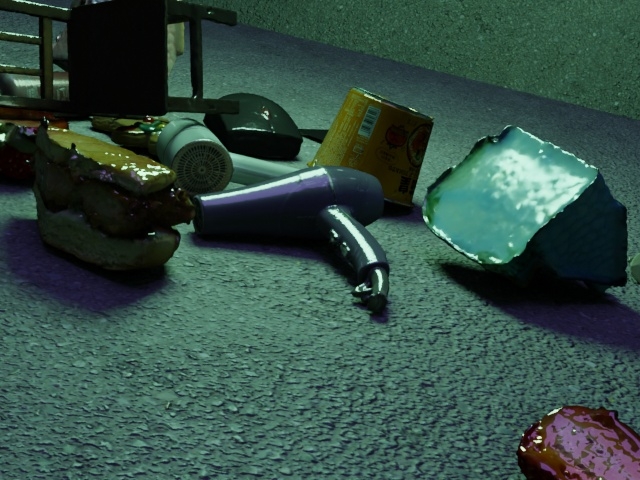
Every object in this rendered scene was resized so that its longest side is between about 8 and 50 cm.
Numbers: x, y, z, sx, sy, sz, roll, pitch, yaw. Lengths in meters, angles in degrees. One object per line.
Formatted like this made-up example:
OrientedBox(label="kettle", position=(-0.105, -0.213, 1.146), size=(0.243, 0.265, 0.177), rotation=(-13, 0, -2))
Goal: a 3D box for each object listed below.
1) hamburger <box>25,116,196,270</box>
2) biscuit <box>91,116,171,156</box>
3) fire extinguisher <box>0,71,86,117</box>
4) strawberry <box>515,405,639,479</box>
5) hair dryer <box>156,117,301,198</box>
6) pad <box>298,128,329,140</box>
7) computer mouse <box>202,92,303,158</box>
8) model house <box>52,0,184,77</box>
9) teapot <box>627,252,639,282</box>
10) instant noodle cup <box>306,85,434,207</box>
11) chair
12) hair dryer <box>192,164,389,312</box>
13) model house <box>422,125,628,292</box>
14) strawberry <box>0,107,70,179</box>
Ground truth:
OrientedBox(label="hamburger", position=(-0.294, -0.060, 1.451), size=(0.245, 0.155, 0.282), rotation=(11, 14, -11))
OrientedBox(label="biscuit", position=(-0.312, -0.205, 2.040), size=(0.197, 0.049, 0.301), rotation=(-2, 19, -30))
OrientedBox(label="fire extinguisher", position=(-0.560, -0.291, 2.087), size=(0.105, 0.105, 0.269), rotation=(26, 23, 38))
OrientedBox(label="strawberry", position=(0.268, 0.237, 1.013), size=(0.121, 0.082, 0.188), rotation=(-20, 39, -22))
OrientedBox(label="hair dryer", position=(-0.106, -0.117, 1.876), size=(0.357, 0.108, 0.173), rotation=(14, 16, -22))
OrientedBox(label="pad", position=(0.085, -0.231, 2.445), size=(0.265, 0.009, 0.159), rotation=(-5, 23, -44))
OrientedBox(label="computer mouse", position=(-0.143, -0.251, 2.222), size=(0.170, 0.100, 0.269), rotation=(1, 20, -21))
OrientedBox(label="model house", position=(-0.437, -0.447, 2.302), size=(0.237, 0.237, 0.202), rotation=(25, -1, -33))
OrientedBox(label="teapot", position=(0.560, 0.043, 1.810), size=(0.067, 0.057, 0.083), rotation=(23, 14, 25))
OrientedBox(label="instant noodle cup", position=(0.103, -0.175, 1.953), size=(0.215, 0.172, 0.216), rotation=(21, 9, -4))
OrientedBox(label="chair", position=(-0.346, -0.307, 1.775), size=(0.240, 0.203, 0.416), rotation=(2, 4, 27))
OrientedBox(label="hair dryer", position=(0.000, 0.000, 1.554), size=(0.301, 0.121, 0.361), rotation=(-7, 29, -23))
OrientedBox(label="model house", position=(0.335, -0.011, 1.691), size=(0.241, 0.226, 0.261), rotation=(45, -1, -36))
OrientedBox(label="strawberry", position=(-0.502, -0.163, 1.742), size=(0.174, 0.098, 0.228), rotation=(10, 14, -6))
